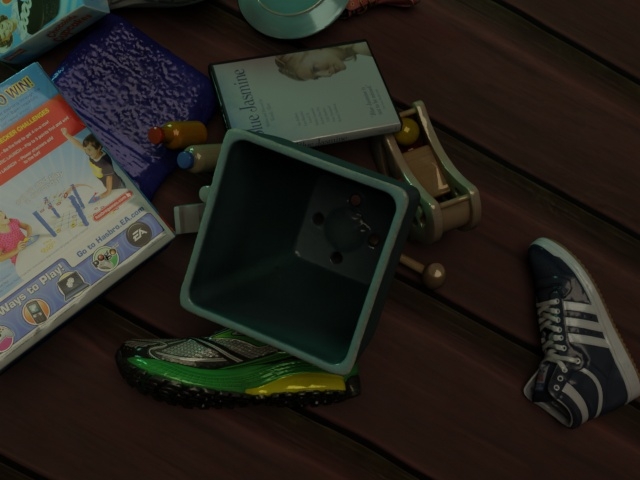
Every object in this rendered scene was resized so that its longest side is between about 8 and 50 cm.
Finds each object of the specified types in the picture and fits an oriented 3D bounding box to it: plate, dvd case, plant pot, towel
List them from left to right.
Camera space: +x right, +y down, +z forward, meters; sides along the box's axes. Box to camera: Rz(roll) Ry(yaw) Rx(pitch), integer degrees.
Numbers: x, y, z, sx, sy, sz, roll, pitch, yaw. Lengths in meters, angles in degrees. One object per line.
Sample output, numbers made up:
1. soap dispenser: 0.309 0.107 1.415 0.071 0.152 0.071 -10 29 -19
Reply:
1. towel: -0.314 -0.158 1.390 0.227 0.076 0.308 35 73 -8
2. plate: -0.042 -0.404 1.480 0.188 0.024 0.188 -4 72 11
3. dvd case: -0.025 -0.212 1.391 0.253 0.022 0.180 -12 58 -11
4. plant pot: 0.000 0.000 1.277 0.247 0.252 0.247 21 103 16

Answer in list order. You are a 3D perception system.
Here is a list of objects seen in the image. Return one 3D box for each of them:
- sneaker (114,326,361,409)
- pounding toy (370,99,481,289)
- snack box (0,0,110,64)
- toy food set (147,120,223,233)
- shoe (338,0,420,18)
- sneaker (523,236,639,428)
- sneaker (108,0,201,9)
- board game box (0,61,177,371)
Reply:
1. sneaker: -0.116 0.160 1.331 0.343 0.134 0.146 2 70 -18
2. pounding toy: 0.131 -0.061 1.396 0.154 0.154 0.270 -20 81 -14
3. snack box: -0.427 -0.443 1.384 0.187 0.060 0.322 -22 79 29
4. toy food set: -0.170 -0.053 1.328 0.111 0.104 0.232 0 97 29
5. shoe: 0.070 -0.388 1.511 0.178 0.063 0.081 17 76 0
6. sneaker: 0.354 0.144 1.416 0.153 0.099 0.282 -27 86 -16
7. sneaker: -0.283 -0.389 1.427 0.297 0.129 0.111 7 95 12
8. board game box: -0.407 -0.025 1.250 0.308 0.086 0.302 -39 92 -20
